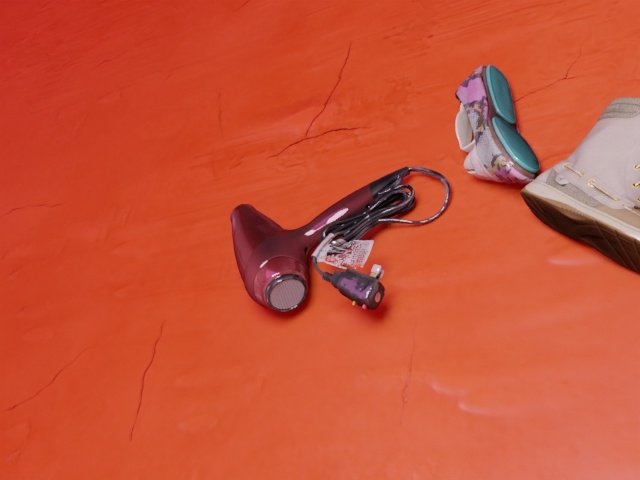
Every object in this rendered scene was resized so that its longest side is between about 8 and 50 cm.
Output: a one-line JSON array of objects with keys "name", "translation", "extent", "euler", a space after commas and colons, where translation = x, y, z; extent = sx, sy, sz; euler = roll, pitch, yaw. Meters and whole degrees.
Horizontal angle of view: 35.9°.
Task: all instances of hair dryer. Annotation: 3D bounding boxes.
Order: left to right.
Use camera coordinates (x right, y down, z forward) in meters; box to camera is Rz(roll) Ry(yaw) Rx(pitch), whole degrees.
[{"name": "hair dryer", "translation": [0.000, 0.000, 1.203], "extent": [0.293, 0.080, 0.223], "euler": [7, 44, 34]}]

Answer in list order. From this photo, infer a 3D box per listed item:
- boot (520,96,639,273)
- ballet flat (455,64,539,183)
[{"name": "boot", "translation": [0.325, -0.059, 0.988], "extent": [0.165, 0.077, 0.213], "euler": [-45, 38, -8]}, {"name": "ballet flat", "translation": [0.197, -0.120, 1.148], "extent": [0.079, 0.077, 0.221], "euler": [-42, 32, 28]}]
